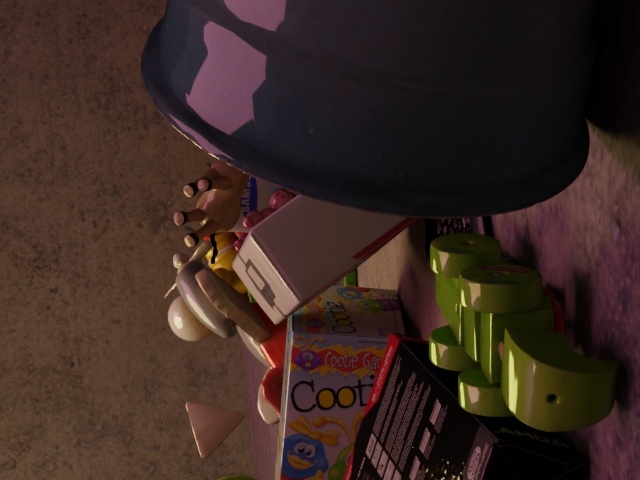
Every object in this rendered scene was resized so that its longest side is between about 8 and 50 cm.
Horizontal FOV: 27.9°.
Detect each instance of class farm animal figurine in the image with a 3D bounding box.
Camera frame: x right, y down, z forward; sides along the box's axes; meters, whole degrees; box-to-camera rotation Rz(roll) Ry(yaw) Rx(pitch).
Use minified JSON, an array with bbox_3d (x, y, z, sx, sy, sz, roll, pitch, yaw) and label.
[{"bbox_3d":[-0.051,-0.143,1.740,0.172,0.330,0.327,-31,-69,-56],"label":"farm animal figurine"}]

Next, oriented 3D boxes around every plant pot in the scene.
[{"bbox_3d":[0.063,-0.247,0.879,0.341,0.341,0.334,-107,24,-53],"label":"plant pot"}]

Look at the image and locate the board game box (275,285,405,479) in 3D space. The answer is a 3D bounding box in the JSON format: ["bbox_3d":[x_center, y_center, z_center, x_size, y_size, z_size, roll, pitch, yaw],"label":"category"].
[{"bbox_3d":[0.021,0.212,1.661,0.144,0.142,0.275,-95,9,-66],"label":"board game box"}]

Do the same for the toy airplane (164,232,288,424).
[{"bbox_3d":[-0.122,0.130,2.178,0.384,0.272,0.386,-88,-19,-62],"label":"toy airplane"}]

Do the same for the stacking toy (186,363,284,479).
[{"bbox_3d":[-0.050,0.343,1.897,0.130,0.279,0.309,79,-176,-79],"label":"stacking toy"}]

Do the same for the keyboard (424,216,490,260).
[{"bbox_3d":[0.128,-0.066,1.365,0.201,0.033,0.317,111,154,-69],"label":"keyboard"}]

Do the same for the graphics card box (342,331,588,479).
[{"bbox_3d":[0.113,0.242,1.211,0.371,0.094,0.233,-139,65,-77],"label":"graphics card box"}]

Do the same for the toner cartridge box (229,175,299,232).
[{"bbox_3d":[-0.057,-0.185,1.889,0.075,0.165,0.348,-136,49,-82],"label":"toner cartridge box"}]

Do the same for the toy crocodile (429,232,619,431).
[{"bbox_3d":[0.155,0.066,1.095,0.340,0.105,0.115,-117,25,-77],"label":"toy crocodile"}]

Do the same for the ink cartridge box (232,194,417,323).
[{"bbox_3d":[0.000,0.000,1.487,0.100,0.172,0.237,54,168,3],"label":"ink cartridge box"}]

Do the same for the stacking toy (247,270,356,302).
[{"bbox_3d":[-0.041,-0.008,1.971,0.052,0.167,0.221,104,159,-62],"label":"stacking toy"}]
